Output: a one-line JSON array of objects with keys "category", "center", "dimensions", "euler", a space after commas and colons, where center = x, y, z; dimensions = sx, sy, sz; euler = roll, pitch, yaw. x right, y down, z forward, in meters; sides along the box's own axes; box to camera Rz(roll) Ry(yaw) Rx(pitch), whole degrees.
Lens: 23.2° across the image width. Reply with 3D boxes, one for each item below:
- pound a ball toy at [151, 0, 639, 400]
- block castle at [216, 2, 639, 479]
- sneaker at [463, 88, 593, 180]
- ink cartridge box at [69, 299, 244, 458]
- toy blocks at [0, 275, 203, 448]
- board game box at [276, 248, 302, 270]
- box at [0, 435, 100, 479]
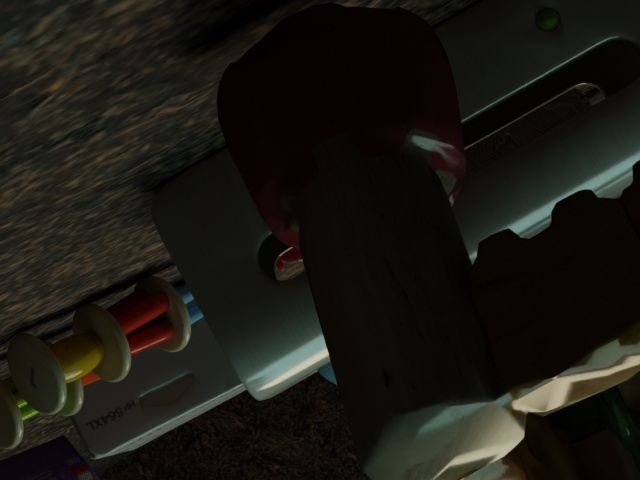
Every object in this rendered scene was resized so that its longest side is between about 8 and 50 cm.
[{"category": "pound a ball toy", "center": [0.090, -0.034, 0.823], "dimensions": [0.319, 0.135, 0.208], "euler": [-29, 175, 0]}, {"category": "block castle", "center": [0.193, 0.017, 0.643], "dimensions": [0.303, 0.212, 0.453], "euler": [-27, 142, 15]}, {"category": "sneaker", "center": [0.072, -0.015, 1.075], "dimensions": [0.282, 0.099, 0.153], "euler": [-29, 171, -45]}, {"category": "ink cartridge box", "center": [-0.116, 0.098, 1.213], "dimensions": [0.148, 0.086, 0.203], "euler": [-27, 174, -3]}, {"category": "toy blocks", "center": [-0.140, 0.070, 1.005], "dimensions": [0.148, 0.054, 0.123], "euler": [-26, 173, -40]}, {"category": "board game box", "center": [0.000, 0.000, 1.209], "dimensions": [0.169, 0.033, 0.133], "euler": [-27, 174, -29]}, {"category": "box", "center": [-0.305, 0.271, 1.112], "dimensions": [0.293, 0.057, 0.201], "euler": [-47, 166, 23]}]
